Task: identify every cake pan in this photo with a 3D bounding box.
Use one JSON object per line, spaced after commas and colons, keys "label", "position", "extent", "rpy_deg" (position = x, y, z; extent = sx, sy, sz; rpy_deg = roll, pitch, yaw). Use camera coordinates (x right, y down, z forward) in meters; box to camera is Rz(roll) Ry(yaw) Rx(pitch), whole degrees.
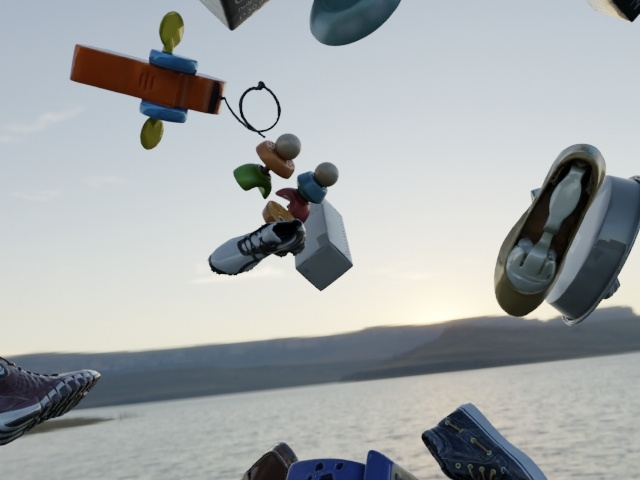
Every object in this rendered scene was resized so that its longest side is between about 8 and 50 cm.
{"label": "cake pan", "position": [0.483, 0.009, 1.242], "extent": [0.054, 0.293, 0.293], "rpy_deg": [23, -10, 5]}

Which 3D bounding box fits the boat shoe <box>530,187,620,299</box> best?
{"label": "boat shoe", "position": [0.577, -0.012, 1.536], "extent": [0.103, 0.320, 0.118], "rpy_deg": [-25, -44, 6]}

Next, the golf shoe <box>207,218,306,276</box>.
{"label": "golf shoe", "position": [-0.121, 0.003, 1.314], "extent": [0.198, 0.077, 0.094], "rpy_deg": [-20, -24, -19]}

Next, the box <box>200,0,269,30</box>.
{"label": "box", "position": [-0.110, -0.730, 1.257], "extent": [0.480, 0.297, 0.472], "rpy_deg": [-42, -12, -6]}

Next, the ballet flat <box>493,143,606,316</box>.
{"label": "ballet flat", "position": [0.265, -0.007, 0.828], "extent": [0.080, 0.232, 0.073], "rpy_deg": [23, 17, 15]}

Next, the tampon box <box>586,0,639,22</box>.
{"label": "tampon box", "position": [0.428, -0.426, 1.017], "extent": [0.161, 0.101, 0.120], "rpy_deg": [32, -74, -29]}

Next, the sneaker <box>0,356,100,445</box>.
{"label": "sneaker", "position": [-0.535, 0.252, 1.272], "extent": [0.106, 0.162, 0.281], "rpy_deg": [-48, -8, 13]}

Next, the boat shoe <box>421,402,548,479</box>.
{"label": "boat shoe", "position": [0.209, 0.289, 0.872], "extent": [0.083, 0.065, 0.183], "rpy_deg": [-28, 39, -17]}

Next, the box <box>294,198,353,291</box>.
{"label": "box", "position": [0.000, 0.000, 1.715], "extent": [0.113, 0.275, 0.094], "rpy_deg": [-39, -66, 16]}

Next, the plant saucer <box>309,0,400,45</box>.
{"label": "plant saucer", "position": [0.054, -0.425, 1.190], "extent": [0.195, 0.195, 0.037], "rpy_deg": [-13, -30, 29]}

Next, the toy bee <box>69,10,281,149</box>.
{"label": "toy bee", "position": [-0.211, -0.219, 1.045], "extent": [0.298, 0.195, 0.162], "rpy_deg": [36, 12, -4]}

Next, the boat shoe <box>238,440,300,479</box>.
{"label": "boat shoe", "position": [-0.131, 0.537, 1.425], "extent": [0.116, 0.123, 0.324], "rpy_deg": [-18, -37, -44]}

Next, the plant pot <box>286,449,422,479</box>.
{"label": "plant pot", "position": [0.079, 0.481, 1.098], "extent": [0.212, 0.236, 0.236], "rpy_deg": [-30, -57, 34]}

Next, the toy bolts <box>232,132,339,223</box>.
{"label": "toy bolts", "position": [-0.045, -0.119, 1.568], "extent": [0.158, 0.218, 0.228], "rpy_deg": [-41, -27, 18]}
